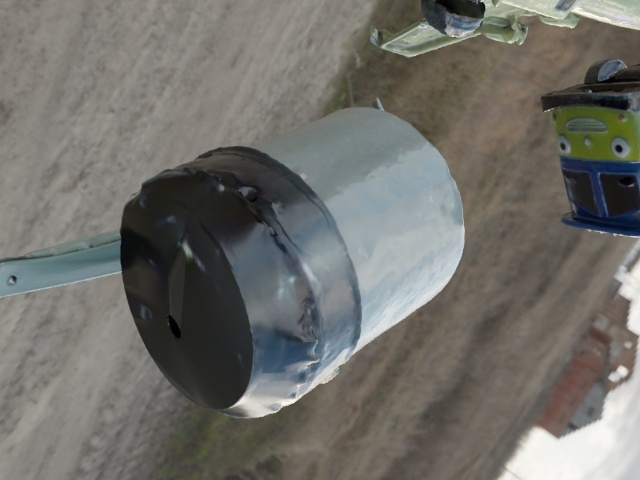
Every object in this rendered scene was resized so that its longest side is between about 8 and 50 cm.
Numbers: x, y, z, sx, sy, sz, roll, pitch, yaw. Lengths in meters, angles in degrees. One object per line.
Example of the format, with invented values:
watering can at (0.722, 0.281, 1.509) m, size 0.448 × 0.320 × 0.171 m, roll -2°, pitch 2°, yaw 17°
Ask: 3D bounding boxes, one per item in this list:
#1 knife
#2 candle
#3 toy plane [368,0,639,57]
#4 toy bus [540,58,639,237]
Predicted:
knife at (-0.229, 0.018, 0.785) m, size 0.162 × 0.023 × 0.044 m, roll -13°, pitch 121°, yaw -37°
candle at (0.000, 0.000, 0.768) m, size 0.342 × 0.221 × 0.221 m, roll -26°, pitch 147°, yaw -43°
toy plane at (0.116, -0.156, 0.448) m, size 0.229 × 0.244 × 0.092 m, roll 123°, pitch -15°, yaw -61°
toy bus at (0.390, -0.122, 0.893) m, size 0.287 × 0.138 × 0.175 m, roll -21°, pitch 107°, yaw -22°
